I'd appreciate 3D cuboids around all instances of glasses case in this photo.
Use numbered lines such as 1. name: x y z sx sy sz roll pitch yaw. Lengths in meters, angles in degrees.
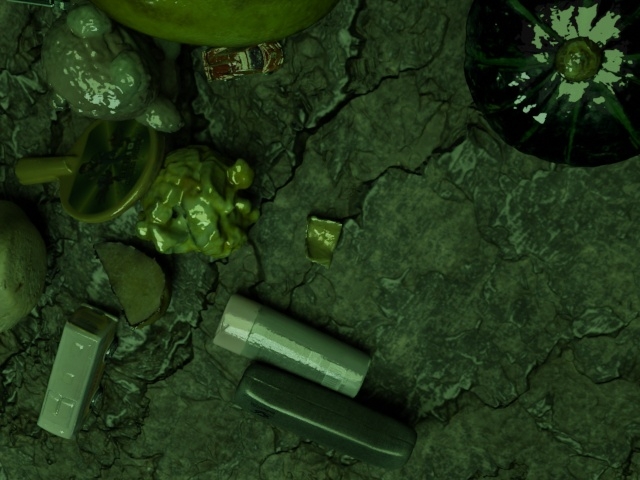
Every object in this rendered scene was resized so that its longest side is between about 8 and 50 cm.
1. glasses case: 0.007 0.311 1.428 0.323 0.074 0.131 23 154 1

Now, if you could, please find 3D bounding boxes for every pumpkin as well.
1. pumpkin: 0.338 -0.243 1.058 0.315 0.238 0.315 6 115 14

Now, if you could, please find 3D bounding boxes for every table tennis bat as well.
1. table tennis bat: -0.374 -0.117 1.303 0.321 0.198 0.050 1 157 33

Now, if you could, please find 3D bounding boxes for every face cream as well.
1. face cream: -0.049 0.186 1.413 0.269 0.073 0.107 23 113 1

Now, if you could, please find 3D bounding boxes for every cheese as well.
1. cheese: 0.000 0.001 1.339 0.060 0.041 0.084 12 100 -2

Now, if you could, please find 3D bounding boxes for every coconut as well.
1. coconut: -0.612 0.038 1.369 0.266 0.237 0.237 3 114 12

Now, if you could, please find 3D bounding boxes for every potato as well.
1. potato: -0.313 0.068 1.423 0.101 0.089 0.172 -34 72 2

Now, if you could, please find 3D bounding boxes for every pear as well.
1. pear: -0.156 -0.413 1.009 0.413 0.352 0.352 9 120 -28

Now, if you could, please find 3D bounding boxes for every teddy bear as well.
1. teddy bear: -0.281 -0.247 1.160 0.151 0.267 0.236 -34 91 22

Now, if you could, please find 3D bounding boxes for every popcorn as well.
1. popcorn: -0.188 -0.061 1.280 0.188 0.167 0.185 15 111 0

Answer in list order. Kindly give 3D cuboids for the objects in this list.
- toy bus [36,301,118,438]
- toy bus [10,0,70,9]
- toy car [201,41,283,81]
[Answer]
1. toy bus: -0.449 0.247 1.502 0.092 0.106 0.268 25 116 2
2. toy bus: -0.425 -0.398 1.219 0.194 0.089 0.087 9 113 7
3. toy car: -0.118 -0.276 1.243 0.122 0.035 0.059 -5 109 15
